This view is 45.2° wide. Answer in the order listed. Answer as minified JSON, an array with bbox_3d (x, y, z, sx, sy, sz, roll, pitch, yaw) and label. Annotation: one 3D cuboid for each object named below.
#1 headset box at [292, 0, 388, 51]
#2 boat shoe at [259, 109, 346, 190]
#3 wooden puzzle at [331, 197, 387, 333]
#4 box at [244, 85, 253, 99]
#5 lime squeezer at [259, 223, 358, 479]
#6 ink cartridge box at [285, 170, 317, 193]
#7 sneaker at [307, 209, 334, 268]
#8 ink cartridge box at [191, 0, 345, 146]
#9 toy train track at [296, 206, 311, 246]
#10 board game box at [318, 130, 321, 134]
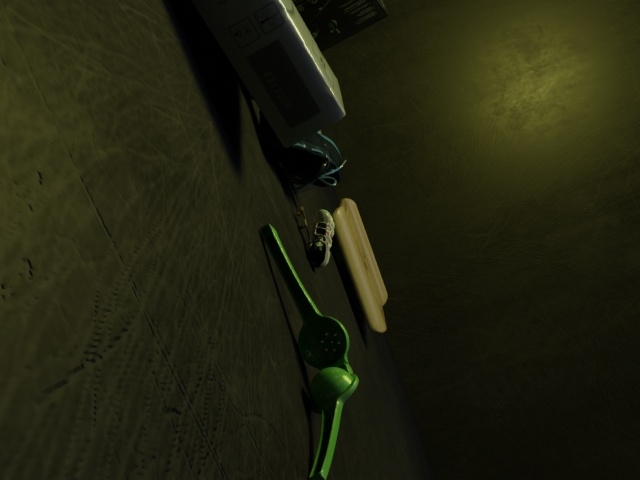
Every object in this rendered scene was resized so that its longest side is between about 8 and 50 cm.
[{"bbox_3d":[-0.020,-0.529,1.649,0.283,0.246,0.131,28,41,-59],"label":"headset box"},{"bbox_3d":[-0.036,-0.130,1.263,0.258,0.109,0.089,30,45,-58],"label":"boat shoe"},{"bbox_3d":[0.088,0.060,1.993,0.348,0.080,0.322,-50,121,-79],"label":"wooden puzzle"},{"bbox_3d":[-0.072,-0.227,1.200,0.067,0.083,0.018,30,73,-85],"label":"box"},{"bbox_3d":[0.001,0.119,0.783,0.110,0.059,0.310,67,7,-46],"label":"lime squeezer"},{"bbox_3d":[-0.050,-0.191,1.438,0.104,0.060,0.180,63,9,-56],"label":"ink cartridge box"},{"bbox_3d":[0.000,0.000,1.265,0.069,0.038,0.098,-36,127,-79],"label":"sneaker"},{"bbox_3d":[-0.087,-0.326,0.967,0.308,0.091,0.385,56,15,-26],"label":"ink cartridge box"},{"bbox_3d":[-0.028,-0.020,1.293,0.048,0.014,0.083,-103,180,-53],"label":"toy train track"},{"bbox_3d":[-0.078,-0.404,1.967,0.242,0.064,0.316,-99,168,-67],"label":"board game box"}]
